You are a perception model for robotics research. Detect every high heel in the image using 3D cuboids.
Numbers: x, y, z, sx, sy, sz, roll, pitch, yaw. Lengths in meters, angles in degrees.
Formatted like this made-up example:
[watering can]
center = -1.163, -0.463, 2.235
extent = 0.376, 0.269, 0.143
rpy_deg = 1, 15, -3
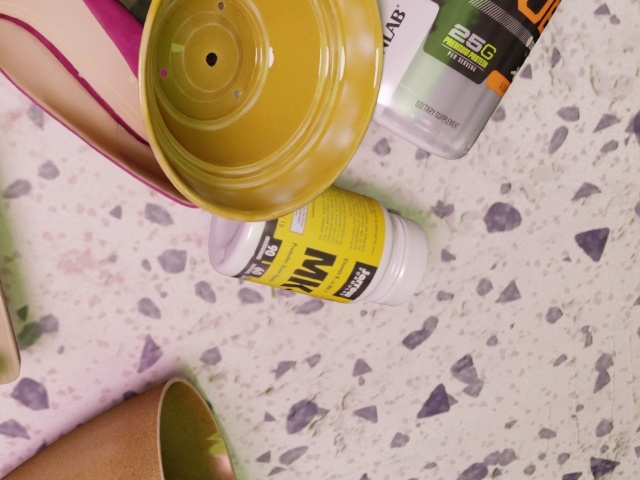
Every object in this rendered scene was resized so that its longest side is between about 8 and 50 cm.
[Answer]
[high heel]
center = -0.226, -0.163, 0.571
extent = 0.377, 0.181, 0.127
rpy_deg = 24, 124, -28

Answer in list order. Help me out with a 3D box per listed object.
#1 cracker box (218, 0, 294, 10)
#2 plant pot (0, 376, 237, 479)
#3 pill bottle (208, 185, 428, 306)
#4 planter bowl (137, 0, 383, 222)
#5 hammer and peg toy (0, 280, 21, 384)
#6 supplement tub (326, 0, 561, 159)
[cracker box]
center = -0.121, -0.278, 0.589
extent = 0.232, 0.067, 0.156
rpy_deg = 12, 70, -25
[plant pot]
center = -0.236, 0.293, 0.787
extent = 0.254, 0.237, 0.237
rpy_deg = -17, 120, 4
[pill bottle]
center = 0.000, 0.000, 0.780
extent = 0.208, 0.119, 0.119
rpy_deg = 15, 108, -26
[planter bowl]
center = -0.059, -0.129, 0.554
extent = 0.217, 0.090, 0.217
rpy_deg = -19, 120, -37
[hammer and peg toy]
center = -0.420, -0.010, 0.613
extent = 0.266, 0.127, 0.361
rpy_deg = -11, 117, -14
[supplement tub]
center = 0.124, -0.248, 0.668
extent = 0.193, 0.193, 0.316
rpy_deg = 22, 104, -28
